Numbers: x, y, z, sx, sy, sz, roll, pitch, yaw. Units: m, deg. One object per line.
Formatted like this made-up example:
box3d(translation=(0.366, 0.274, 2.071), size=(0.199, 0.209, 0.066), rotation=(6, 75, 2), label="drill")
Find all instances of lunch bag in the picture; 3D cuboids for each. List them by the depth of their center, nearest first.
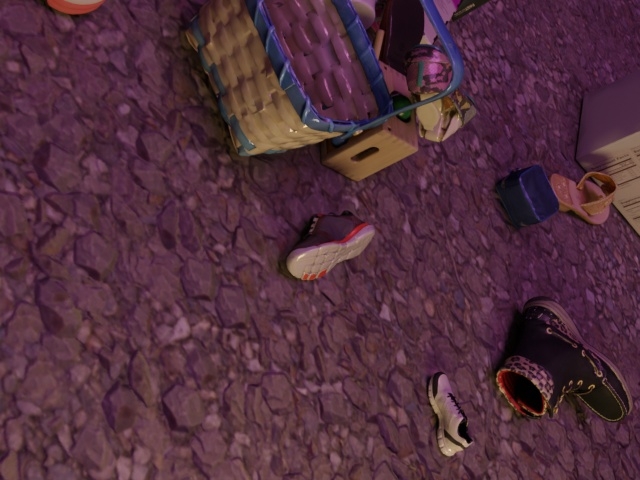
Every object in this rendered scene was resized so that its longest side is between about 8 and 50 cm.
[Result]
box3d(translation=(0.330, -0.073, 1.635), size=(0.067, 0.065, 0.098), rotation=(-28, 93, -36), label="lunch bag")

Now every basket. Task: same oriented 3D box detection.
box3d(translation=(0.003, -0.240, 1.166), size=(0.201, 0.289, 0.255), rotation=(-18, 86, -50), label="basket")

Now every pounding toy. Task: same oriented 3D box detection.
box3d(translation=(0.063, -0.175, 1.320), size=(0.100, 0.141, 0.130), rotation=(23, 54, -40), label="pounding toy")

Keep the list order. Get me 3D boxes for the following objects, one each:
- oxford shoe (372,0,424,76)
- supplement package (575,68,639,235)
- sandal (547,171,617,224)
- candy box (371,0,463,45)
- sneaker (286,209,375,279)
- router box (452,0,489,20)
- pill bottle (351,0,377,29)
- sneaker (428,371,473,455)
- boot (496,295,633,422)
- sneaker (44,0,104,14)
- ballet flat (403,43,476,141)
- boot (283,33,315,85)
box3d(translation=(0.095, -0.279, 1.441), size=(0.076, 0.076, 0.212), rotation=(28, 68, -40), label="oxford shoe")
box3d(translation=(0.653, -0.171, 1.948), size=(0.262, 0.198, 0.199), rotation=(43, 44, -25), label="supplement package")
box3d(translation=(0.492, -0.085, 1.813), size=(0.240, 0.079, 0.088), rotation=(7, 66, -47), label="sandal")
box3d(translation=(0.139, -0.401, 1.584), size=(0.159, 0.071, 0.233), rotation=(52, 40, -16), label="candy box")
box3d(translation=(0.000, 0.000, 1.240), size=(0.065, 0.061, 0.158), rotation=(45, 33, 18), label="sneaker")
box3d(translation=(0.249, -0.436, 1.687), size=(0.092, 0.122, 0.038), rotation=(50, 45, -16), label="router box")
box3d(translation=(0.026, -0.398, 1.416), size=(0.117, 0.117, 0.215), rotation=(19, 57, -42), label="pill bottle")
box3d(translation=(0.172, 0.222, 1.313), size=(0.040, 0.043, 0.109), rotation=(7, 64, -45), label="sneaker")
box3d(translation=(0.359, 0.219, 1.498), size=(0.236, 0.085, 0.178), rotation=(50, 43, -8), label="boot")
box3d(translation=(-0.310, -0.364, 0.998), size=(0.314, 0.136, 0.116), rotation=(33, 47, -33), label="sneaker")
box3d(translation=(0.147, -0.172, 1.281), size=(0.221, 0.076, 0.079), rotation=(37, 63, -68), label="ballet flat")
box3d(translation=(-0.033, -0.261, 1.346), size=(0.114, 0.037, 0.106), rotation=(52, 38, -8), label="boot")
